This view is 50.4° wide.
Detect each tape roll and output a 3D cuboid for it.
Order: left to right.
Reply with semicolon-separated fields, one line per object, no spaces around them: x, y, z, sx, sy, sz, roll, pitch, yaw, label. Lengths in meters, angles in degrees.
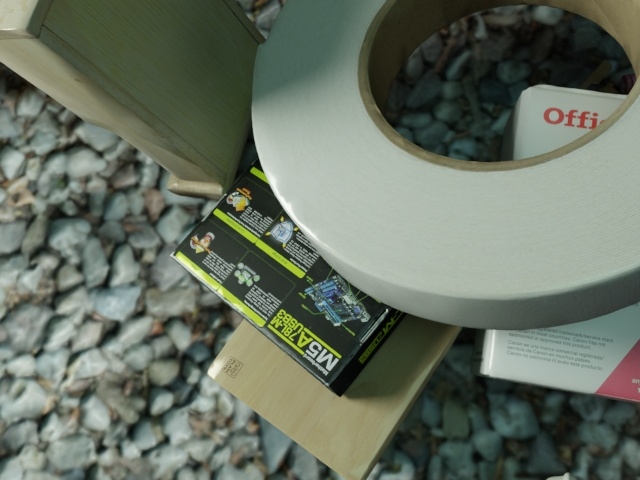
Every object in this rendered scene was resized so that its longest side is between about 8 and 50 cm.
0.136;-0.125;0.518;0.392;0.072;0.392;-7;64;15;tape roll

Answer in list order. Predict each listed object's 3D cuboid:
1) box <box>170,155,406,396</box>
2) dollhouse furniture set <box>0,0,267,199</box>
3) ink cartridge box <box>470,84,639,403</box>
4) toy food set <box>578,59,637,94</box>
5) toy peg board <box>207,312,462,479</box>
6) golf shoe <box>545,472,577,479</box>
0.000;0.000;0.572;0.190;0.045;0.184;34;80;27;box
-0.285;-0.184;0.645;0.394;0.256;0.362;7;72;28;dollhouse furniture set
0.231;0.009;0.566;0.172;0.100;0.237;9;81;6;ink cartridge box
0.308;-0.123;0.651;0.122;0.019;0.078;41;80;14;toy food set
0.020;0.099;0.587;0.160;0.079;0.161;29;75;27;toy peg board
0.101;0.259;0.490;0.273;0.105;0.120;-8;71;-23;golf shoe
